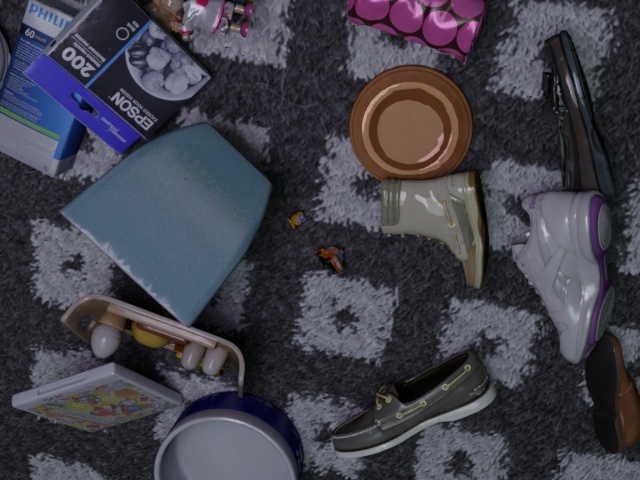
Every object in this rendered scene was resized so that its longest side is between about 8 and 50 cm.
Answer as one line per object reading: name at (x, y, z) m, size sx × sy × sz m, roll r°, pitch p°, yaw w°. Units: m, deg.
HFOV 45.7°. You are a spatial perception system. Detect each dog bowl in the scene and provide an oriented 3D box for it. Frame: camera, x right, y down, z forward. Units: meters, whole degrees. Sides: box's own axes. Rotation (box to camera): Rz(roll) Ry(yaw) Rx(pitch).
dog bowl at (-0.166, 0.419, 1.410) m, size 0.265 × 0.104 × 0.265 m, roll 2°, pitch 107°, yaw 8°

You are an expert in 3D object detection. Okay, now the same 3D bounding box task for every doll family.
doll family at (-0.170, -0.434, 1.143) m, size 0.163 × 0.118 × 0.263 m, roll 12°, pitch 107°, yaw -14°

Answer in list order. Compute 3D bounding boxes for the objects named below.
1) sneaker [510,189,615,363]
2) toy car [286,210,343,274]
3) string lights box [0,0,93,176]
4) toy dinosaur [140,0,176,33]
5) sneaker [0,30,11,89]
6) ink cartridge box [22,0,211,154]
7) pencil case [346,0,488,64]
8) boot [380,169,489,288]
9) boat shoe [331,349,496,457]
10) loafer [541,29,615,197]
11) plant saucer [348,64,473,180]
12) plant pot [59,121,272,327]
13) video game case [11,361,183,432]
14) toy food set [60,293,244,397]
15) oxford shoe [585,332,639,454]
sneaker at (0.391, 0.055, 1.230) m, size 0.152 × 0.114 × 0.305 m, roll 9°, pitch 119°, yaw 36°
toy car at (0.000, 0.000, 1.282) m, size 0.040 × 0.060 × 0.122 m, roll -40°, pitch 107°, yaw -15°
string lights box at (-0.444, -0.252, 1.255) m, size 0.133 × 0.077 × 0.260 m, roll 27°, pitch 109°, yaw -1°
toy dinosaur at (-0.255, -0.377, 1.212) m, size 0.183 × 0.053 × 0.093 m, roll -25°, pitch 119°, yaw 10°
sneaker at (-0.597, -0.252, 1.259) m, size 0.103 × 0.111 × 0.252 m, roll 23°, pitch 109°, yaw 1°
ink cartridge box at (-0.318, -0.260, 1.196) m, size 0.208 × 0.045 × 0.206 m, roll -42°, pitch 123°, yaw 9°
pencil case at (0.141, -0.342, 1.137) m, size 0.209 × 0.095 × 0.098 m, roll 21°, pitch 125°, yaw 4°
boot at (0.186, -0.014, 1.237) m, size 0.165 × 0.077 × 0.213 m, roll -2°, pitch 124°, yaw 19°
boat shoe at (0.149, 0.285, 1.323) m, size 0.305 × 0.109 × 0.091 m, roll -25°, pitch 102°, yaw 9°
loafer at (0.375, -0.179, 1.153) m, size 0.084 × 0.096 × 0.267 m, roll -15°, pitch 109°, yaw 25°
plant saucer at (0.143, -0.178, 1.214) m, size 0.200 × 0.037 × 0.200 m, roll 2°, pitch 107°, yaw 8°
plant pot at (-0.216, -0.043, 1.200) m, size 0.248 × 0.247 × 0.252 m, roll 43°, pitch 82°, yaw -6°
video game case at (-0.393, 0.288, 1.364) m, size 0.206 × 0.227 × 0.026 m, roll -19°, pitch 60°, yaw 14°
toy food set at (-0.270, 0.194, 1.289) m, size 0.306 × 0.220 × 0.092 m, roll 21°, pitch 71°, yaw 1°
oxford shoe at (0.504, 0.251, 1.289) m, size 0.076 × 0.076 × 0.212 m, roll -15°, pitch 104°, yaw -19°
